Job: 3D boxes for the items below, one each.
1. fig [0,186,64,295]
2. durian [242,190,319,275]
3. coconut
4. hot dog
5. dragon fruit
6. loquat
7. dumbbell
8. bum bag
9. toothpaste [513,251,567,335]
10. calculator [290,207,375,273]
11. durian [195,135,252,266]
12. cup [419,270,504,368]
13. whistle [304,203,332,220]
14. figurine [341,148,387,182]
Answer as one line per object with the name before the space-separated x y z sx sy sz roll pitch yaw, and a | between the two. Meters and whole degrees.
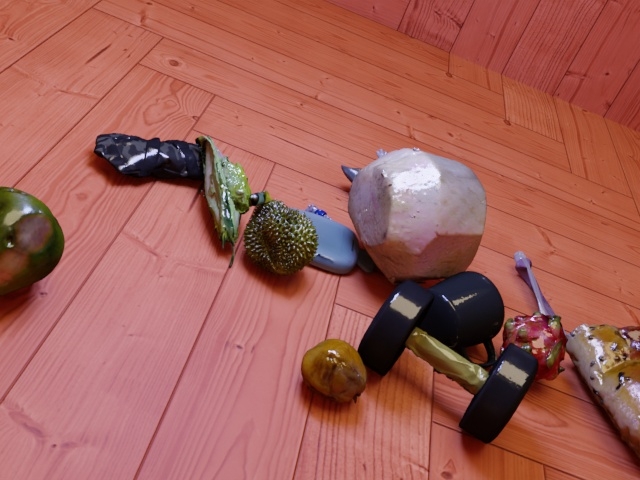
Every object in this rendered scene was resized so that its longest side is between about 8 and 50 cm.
fig | -0.599 0.035 1.407 0.206 0.206 0.275 33 63 13
durian | -0.092 -0.007 1.782 0.198 0.159 0.146 40 23 29
coconut | 0.238 -0.054 1.901 0.352 0.353 0.353 16 34 -11
hot dog | 0.779 0.361 1.790 0.367 0.196 0.365 9 39 -17
dragon fruit | 0.479 0.244 1.779 0.160 0.167 0.172 24 35 6
loquat | 0.028 0.257 1.540 0.137 0.113 0.137 37 12 -9
dumbbell | 0.255 0.242 1.608 0.322 0.204 0.204 32 34 13
bum bag | -0.380 -0.200 1.932 0.340 0.095 0.144 4 35 -31
toothpaste | 0.574 0.146 2.085 0.075 0.048 0.301 34 29 -39
calculator | 0.000 0.000 1.932 0.298 0.041 0.185 22 33 -5
durian | -0.219 -0.106 1.854 0.106 0.132 0.375 5 50 -34
cup | 0.319 0.187 1.783 0.176 0.169 0.223 -12 76 -37
whistle | -0.003 -0.066 2.038 0.083 0.029 0.033 34 71 23
figurine | 0.191 -0.153 2.186 0.265 0.140 0.193 1 61 -50
